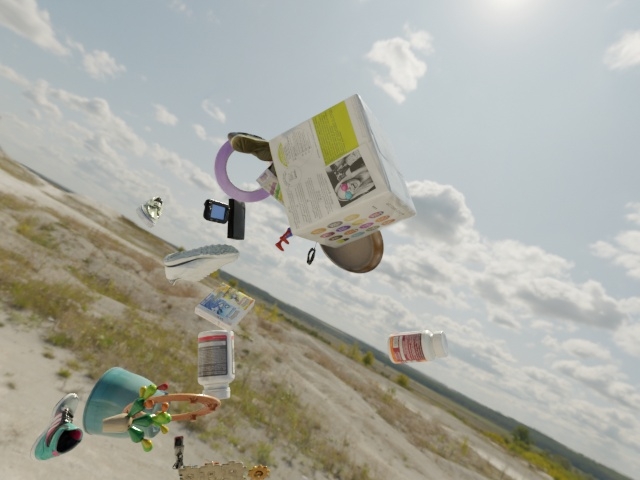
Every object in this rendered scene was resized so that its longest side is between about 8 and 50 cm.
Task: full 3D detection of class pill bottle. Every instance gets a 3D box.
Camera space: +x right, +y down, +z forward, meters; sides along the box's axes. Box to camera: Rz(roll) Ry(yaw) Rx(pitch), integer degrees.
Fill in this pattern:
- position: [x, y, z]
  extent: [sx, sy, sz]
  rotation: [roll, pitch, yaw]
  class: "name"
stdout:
- position: [0.391, 0.426, 1.667]
  extent: [0.221, 0.121, 0.121]
  rotation: [-13, -31, 28]
  class: "pill bottle"
- position: [-0.512, 0.610, 2.034]
  extent: [0.176, 0.319, 0.176]
  rotation: [-5, -18, -2]
  class: "pill bottle"

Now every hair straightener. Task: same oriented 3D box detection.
- position: [-0.620, 0.945, 1.798]
  extent: [0.047, 0.230, 0.089]
  rotation: [3, 37, -27]
  class: "hair straightener"

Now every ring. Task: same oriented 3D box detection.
- position: [-0.532, 0.618, 1.500]
  extent: [0.336, 0.032, 0.337]
  rotation: [-6, -35, -4]
  class: "ring"

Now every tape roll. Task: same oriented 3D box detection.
- position: [-0.301, -0.296, 1.720]
  extent: [0.274, 0.275, 0.090]
  rotation: [31, -2, -19]
  class: "tape roll"

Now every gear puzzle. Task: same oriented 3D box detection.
- position: [-0.363, 0.890, 1.587]
  extent: [0.338, 0.176, 0.044]
  rotation: [-3, 27, -7]
  class: "gear puzzle"

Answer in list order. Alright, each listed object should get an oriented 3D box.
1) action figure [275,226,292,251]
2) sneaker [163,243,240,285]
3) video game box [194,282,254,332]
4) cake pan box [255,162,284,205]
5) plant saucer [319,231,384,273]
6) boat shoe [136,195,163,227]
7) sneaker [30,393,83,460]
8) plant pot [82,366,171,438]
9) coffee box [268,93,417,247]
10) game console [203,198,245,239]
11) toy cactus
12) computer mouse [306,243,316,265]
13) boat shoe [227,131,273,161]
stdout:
- position: [-0.067, -0.043, 1.805]
  extent: [0.139, 0.280, 0.091]
  rotation: [38, -42, -4]
  class: "action figure"
- position: [-0.372, 0.075, 1.321]
  extent: [0.235, 0.095, 0.090]
  rotation: [-10, 20, -13]
  class: "sneaker"
- position: [-0.430, 0.300, 1.882]
  extent: [0.187, 0.205, 0.048]
  rotation: [28, -54, 9]
  class: "video game box"
- position: [-0.096, -0.254, 1.677]
  extent: [0.070, 0.246, 0.267]
  rotation: [46, 3, 41]
  class: "cake pan box"
- position: [0.108, -0.010, 1.610]
  extent: [0.310, 0.311, 0.050]
  rotation: [30, -38, -17]
  class: "plant saucer"
- position: [-0.831, -0.155, 2.039]
  extent: [0.109, 0.094, 0.302]
  rotation: [54, -2, -30]
  class: "boat shoe"
- position: [-1.134, 0.828, 1.859]
  extent: [0.178, 0.296, 0.124]
  rotation: [-8, -48, 16]
  class: "sneaker"
- position: [-0.776, 0.689, 1.717]
  extent: [0.255, 0.272, 0.272]
  rotation: [11, -12, 7]
  class: "plant pot"
- position: [0.078, -0.202, 1.378]
  extent: [0.334, 0.338, 0.337]
  rotation: [-23, -18, 21]
  class: "coffee box"
- position: [-0.486, -0.119, 2.124]
  extent: [0.044, 0.213, 0.361]
  rotation: [-1, -5, 20]
  class: "game console"
- position: [-0.525, 0.509, 1.194]
  extent: [0.180, 0.219, 0.112]
  rotation: [3, 24, -27]
  class: "toy cactus"
- position: [0.000, 0.000, 1.786]
  extent: [0.041, 0.242, 0.071]
  rotation: [30, -16, -24]
  class: "computer mouse"
- position: [-0.237, -0.346, 1.495]
  extent: [0.223, 0.080, 0.073]
  rotation: [4, 41, -51]
  class: "boat shoe"
